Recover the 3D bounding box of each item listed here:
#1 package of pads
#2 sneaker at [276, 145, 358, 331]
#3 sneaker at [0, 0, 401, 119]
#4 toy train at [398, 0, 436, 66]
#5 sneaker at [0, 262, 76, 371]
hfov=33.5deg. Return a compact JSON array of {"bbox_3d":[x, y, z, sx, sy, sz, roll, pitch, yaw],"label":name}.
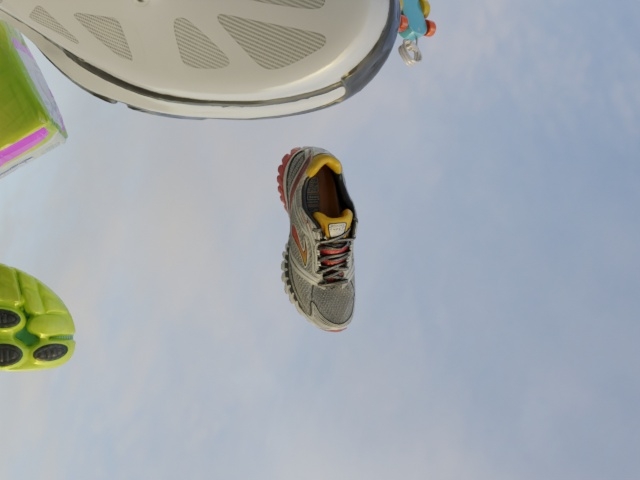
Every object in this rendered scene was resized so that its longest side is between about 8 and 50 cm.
[{"bbox_3d":[-0.493,-0.211,1.413,0.296,0.229,0.101,59,-2,14],"label":"package of pads"},{"bbox_3d":[0.000,0.000,1.261,0.093,0.088,0.225,-175,-107,-67],"label":"sneaker"},{"bbox_3d":[-0.172,-0.206,0.628,0.257,0.447,0.169,57,53,-81],"label":"sneaker"},{"bbox_3d":[0.050,-0.259,1.128,0.046,0.166,0.125,-25,-157,43],"label":"toy train"},{"bbox_3d":[-0.394,0.071,1.104,0.123,0.295,0.109,93,6,-82],"label":"sneaker"}]
